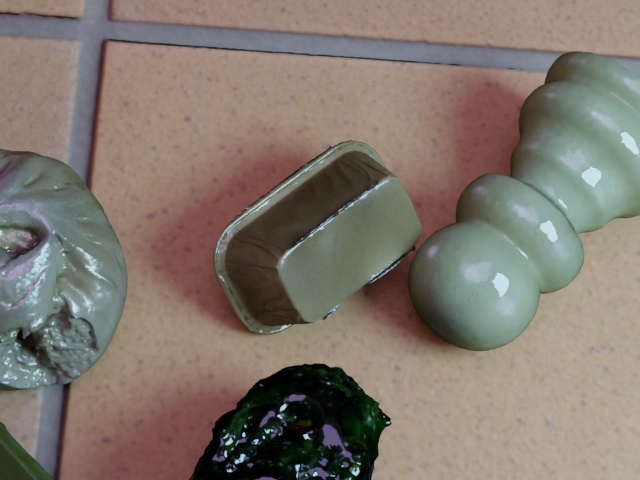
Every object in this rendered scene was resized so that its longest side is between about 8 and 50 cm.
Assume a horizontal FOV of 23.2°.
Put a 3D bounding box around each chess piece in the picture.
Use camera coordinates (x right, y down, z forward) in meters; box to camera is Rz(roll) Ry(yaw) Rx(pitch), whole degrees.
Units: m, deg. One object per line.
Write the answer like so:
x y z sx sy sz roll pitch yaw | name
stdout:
0.175 -0.017 1.271 0.144 0.144 0.251 38 72 12 | chess piece

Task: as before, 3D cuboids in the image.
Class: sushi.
-0.036 0.197 1.145 0.124 0.127 0.225 28 63 8 | sushi

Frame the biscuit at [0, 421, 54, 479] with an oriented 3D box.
-0.325 0.116 1.188 0.322 0.038 0.099 42 106 15 | biscuit

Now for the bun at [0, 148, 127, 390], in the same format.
-0.243 0.021 1.210 0.178 0.128 0.193 -25 71 -17 | bun

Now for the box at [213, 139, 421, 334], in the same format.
0.000 0.000 1.259 0.177 0.111 0.111 -36 73 -21 | box
